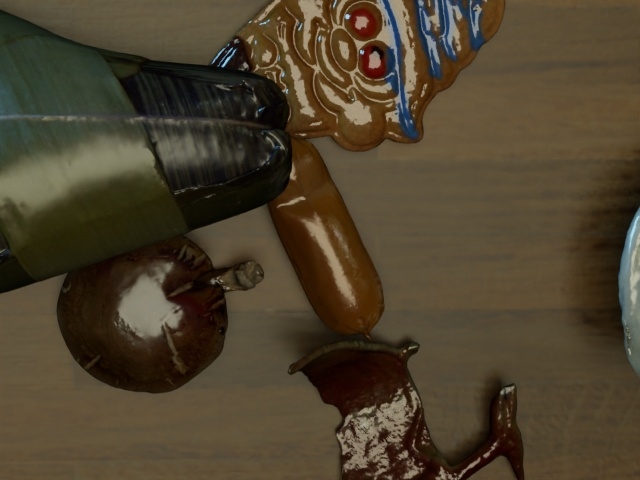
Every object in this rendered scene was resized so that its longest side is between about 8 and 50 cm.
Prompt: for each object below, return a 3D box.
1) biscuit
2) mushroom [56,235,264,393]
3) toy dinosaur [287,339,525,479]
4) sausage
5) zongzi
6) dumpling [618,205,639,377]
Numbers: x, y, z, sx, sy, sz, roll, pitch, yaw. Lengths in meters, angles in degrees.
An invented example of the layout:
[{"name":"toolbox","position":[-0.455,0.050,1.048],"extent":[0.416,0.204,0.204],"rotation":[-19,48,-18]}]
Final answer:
[{"name":"biscuit","position":[0.022,-0.155,1.522],"extent":[0.280,0.043,0.183],"rotation":[-22,94,-6]},{"name":"mushroom","position":[-0.126,0.052,1.503],"extent":[0.170,0.080,0.135],"rotation":[-22,105,0]},{"name":"toy dinosaur","position":[0.093,0.227,1.526],"extent":[0.206,0.113,0.327],"rotation":[-10,98,-4]},{"name":"sausage","position":[0.000,0.000,1.522],"extent":[0.062,0.054,0.183],"rotation":[-28,96,-16]},{"name":"zongzi","position":[-0.193,-0.139,1.449],"extent":[0.289,0.154,0.318],"rotation":[-19,79,-6]},{"name":"dumpling","position":[0.360,0.017,1.526],"extent":[0.175,0.243,0.227],"rotation":[-25,77,36]}]
